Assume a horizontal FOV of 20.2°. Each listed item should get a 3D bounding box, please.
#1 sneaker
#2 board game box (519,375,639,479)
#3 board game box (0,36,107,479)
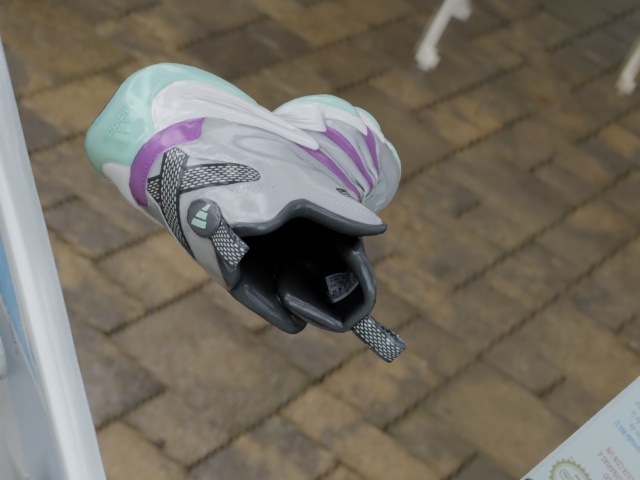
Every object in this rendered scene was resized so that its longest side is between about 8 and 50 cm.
[{"bbox_3d":[0.000,0.000,0.384,0.098,0.038,0.069,4,38,-53],"label":"sneaker"},{"bbox_3d":[0.120,0.201,0.636,0.224,0.303,0.097,55,17,25],"label":"board game box"},{"bbox_3d":[-0.166,0.114,0.606,0.050,0.390,0.390,-16,7,-31],"label":"board game box"}]
